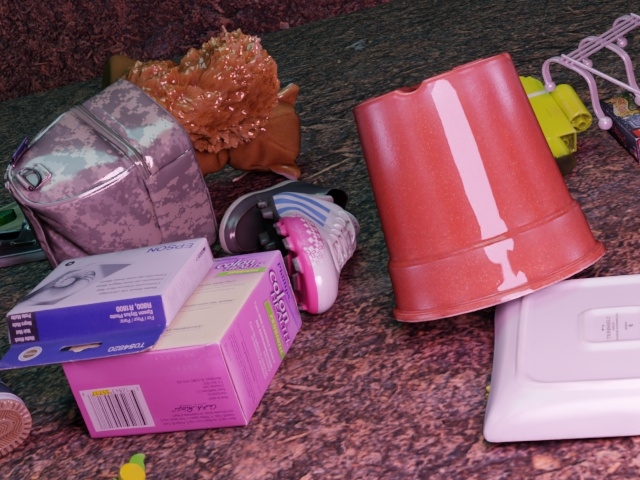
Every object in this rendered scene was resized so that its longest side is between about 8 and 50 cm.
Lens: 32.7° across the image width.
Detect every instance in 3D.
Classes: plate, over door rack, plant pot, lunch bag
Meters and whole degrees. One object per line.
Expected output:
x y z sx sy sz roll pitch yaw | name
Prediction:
0.315 0.106 1.152 0.278 0.045 0.277 -5 26 16 | plate
0.546 -0.250 1.712 0.324 0.108 0.239 23 42 38 | over door rack
0.174 -0.072 1.329 0.272 0.265 0.272 -20 5 2 | plant pot
-0.327 -0.060 1.680 0.256 0.305 0.212 -40 59 -23 | lunch bag

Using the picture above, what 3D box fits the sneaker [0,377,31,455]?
-0.516 0.241 1.365 0.282 0.099 0.153 -17 25 -22 | sneaker

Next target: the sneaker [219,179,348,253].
-0.059 -0.043 1.760 0.118 0.083 0.222 4 28 40 | sneaker

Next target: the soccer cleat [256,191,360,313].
0.000 0.000 1.576 0.143 0.116 0.331 -9 23 -10 | soccer cleat

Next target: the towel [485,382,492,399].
0.283 0.115 1.221 0.102 0.021 0.237 2 28 40 | towel

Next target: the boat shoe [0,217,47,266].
-0.538 -0.008 2.022 0.228 0.076 0.080 -11 22 13 | boat shoe

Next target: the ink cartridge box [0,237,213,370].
-0.269 0.074 1.356 0.223 0.045 0.224 -9 23 18 | ink cartridge box

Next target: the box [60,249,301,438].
-0.166 0.127 1.376 0.213 0.117 0.243 -8 24 20 | box

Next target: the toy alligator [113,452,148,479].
-0.211 0.288 1.112 0.051 0.056 0.190 30 32 3 | toy alligator

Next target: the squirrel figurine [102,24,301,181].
-0.196 -0.207 1.964 0.370 0.281 0.397 5 -15 -18 | squirrel figurine

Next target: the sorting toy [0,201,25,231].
-0.631 -0.034 2.197 0.307 0.041 0.229 -30 25 -31 | sorting toy

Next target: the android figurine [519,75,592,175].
0.308 -0.191 1.785 0.248 0.056 0.273 -15 43 -2 | android figurine

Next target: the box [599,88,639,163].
0.553 -0.197 1.757 0.159 0.044 0.233 -14 21 4 | box
